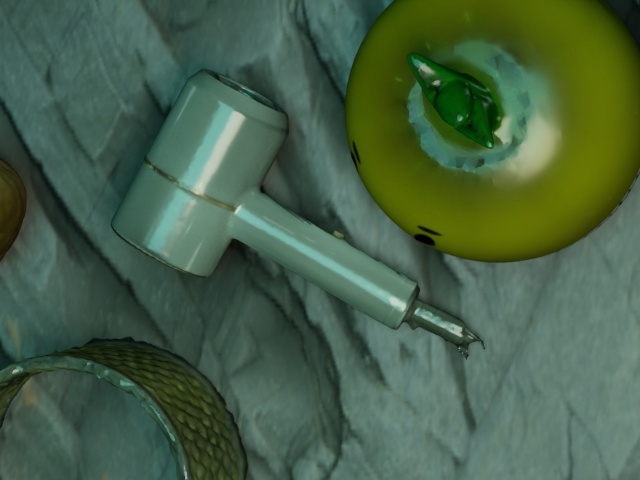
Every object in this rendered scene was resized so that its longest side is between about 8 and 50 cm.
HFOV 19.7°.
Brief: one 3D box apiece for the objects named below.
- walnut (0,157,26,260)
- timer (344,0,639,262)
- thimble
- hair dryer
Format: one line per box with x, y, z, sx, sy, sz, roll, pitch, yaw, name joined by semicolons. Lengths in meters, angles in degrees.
-0.364;-0.028;1.754;0.166;0.149;0.166;1;115;2;walnut
0.137;-0.110;1.535;0.285;0.285;0.285;0;91;16;timer
-0.212;0.228;1.709;0.271;0.150;0.270;0;91;17;thimble
0.000;0.000;1.684;0.357;0.107;0.173;30;100;5;hair dryer
